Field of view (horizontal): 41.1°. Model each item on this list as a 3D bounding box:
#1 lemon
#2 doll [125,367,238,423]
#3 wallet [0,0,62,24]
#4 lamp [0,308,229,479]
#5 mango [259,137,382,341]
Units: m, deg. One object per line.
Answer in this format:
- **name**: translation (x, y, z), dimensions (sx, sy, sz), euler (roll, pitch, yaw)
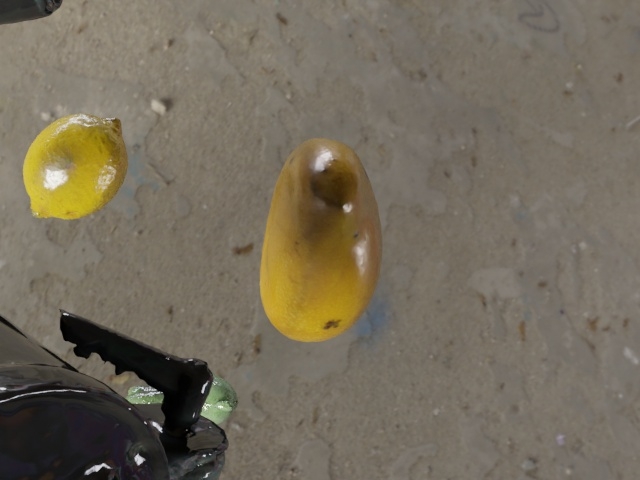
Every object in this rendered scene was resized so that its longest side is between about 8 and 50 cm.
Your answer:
- **lemon**: translation (-0.485, -0.145, 1.691), dimensions (0.188, 0.188, 0.257), euler (38, 88, -10)
- **doll**: translation (-0.185, 0.208, 1.147), dimensions (0.150, 0.115, 0.078), euler (1, 85, -6)
- **wallet**: translation (-0.356, -0.191, 0.424), dimensions (0.062, 0.406, 0.228), euler (-88, 168, -63)
- **lamp**: translation (-0.220, 0.109, 0.371), dimensions (0.272, 0.205, 0.374), euler (21, 9, 15)
- **mango**: translation (0.005, 0.001, 0.811), dimensions (0.109, 0.262, 0.157), euler (3, 58, -12)
